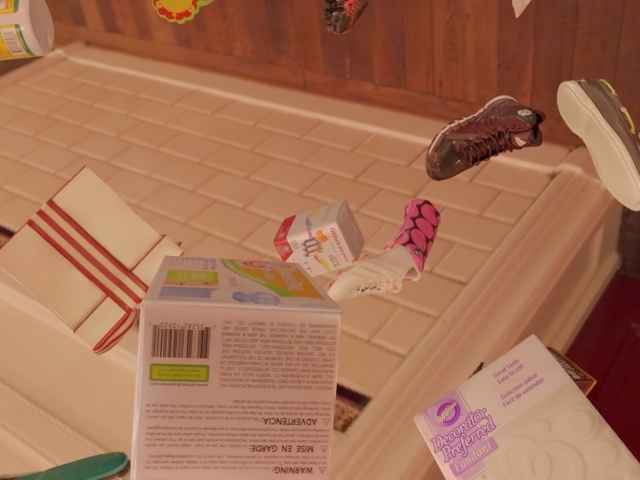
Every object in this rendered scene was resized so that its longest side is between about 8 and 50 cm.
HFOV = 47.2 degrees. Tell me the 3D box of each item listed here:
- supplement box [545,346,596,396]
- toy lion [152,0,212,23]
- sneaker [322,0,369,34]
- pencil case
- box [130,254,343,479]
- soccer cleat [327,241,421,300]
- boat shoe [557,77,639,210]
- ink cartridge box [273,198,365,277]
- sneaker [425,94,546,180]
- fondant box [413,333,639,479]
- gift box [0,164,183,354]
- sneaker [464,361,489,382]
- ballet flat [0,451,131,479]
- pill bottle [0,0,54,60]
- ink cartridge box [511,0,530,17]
[{"bbox_3d":[0.484,0.348,1.642,0.129,0.194,0.191,41,106,34],"label":"supplement box"},{"bbox_3d":[-0.200,-0.372,1.088,0.100,0.034,0.096,0,100,-4],"label":"toy lion"},{"bbox_3d":[0.098,-0.501,1.338,0.097,0.135,0.276,39,111,59],"label":"sneaker"},{"bbox_3d":[0.194,-0.009,1.546,0.095,0.209,0.098,-29,108,32],"label":"pencil case"},{"bbox_3d":[-0.059,0.074,0.496,0.203,0.114,0.103,-147,62,-79],"label":"box"},{"bbox_3d":[0.091,0.060,1.180,0.076,0.196,0.068,51,134,16],"label":"soccer cleat"},{"bbox_3d":[0.560,-0.193,1.391,0.109,0.091,0.305,92,161,-58],"label":"boat shoe"},{"bbox_3d":[0.000,0.000,1.802,0.176,0.127,0.128,-18,113,22],"label":"ink cartridge box"},{"bbox_3d":[0.361,-0.211,1.539,0.162,0.281,0.106,28,151,51],"label":"sneaker"},{"bbox_3d":[0.313,0.332,1.062,0.096,0.238,0.330,48,-172,-39],"label":"fondant box"},{"bbox_3d":[-0.404,0.035,1.333,0.258,0.255,0.276,44,170,-12],"label":"gift box"},{"bbox_3d":[0.328,0.316,1.413,0.108,0.271,0.100,36,107,10],"label":"sneaker"},{"bbox_3d":[-0.464,0.414,1.073,0.147,0.409,0.146,174,90,-82],"label":"ballet flat"},{"bbox_3d":[-0.605,-0.383,1.325,0.209,0.117,0.117,-6,126,3],"label":"pill bottle"},{"bbox_3d":[0.281,-0.426,0.921,0.056,0.224,0.181,38,179,31],"label":"ink cartridge box"}]
